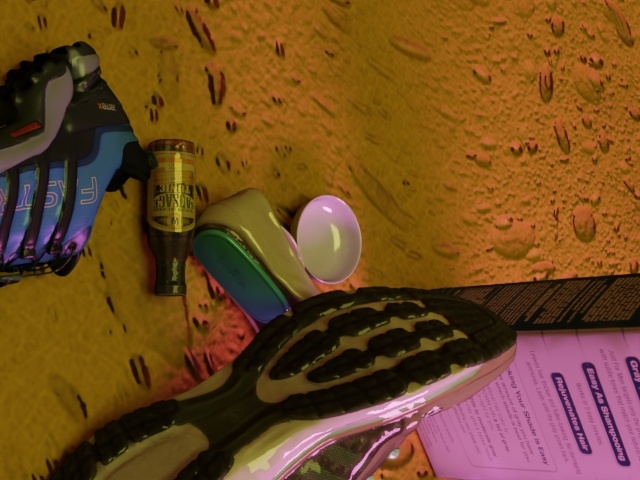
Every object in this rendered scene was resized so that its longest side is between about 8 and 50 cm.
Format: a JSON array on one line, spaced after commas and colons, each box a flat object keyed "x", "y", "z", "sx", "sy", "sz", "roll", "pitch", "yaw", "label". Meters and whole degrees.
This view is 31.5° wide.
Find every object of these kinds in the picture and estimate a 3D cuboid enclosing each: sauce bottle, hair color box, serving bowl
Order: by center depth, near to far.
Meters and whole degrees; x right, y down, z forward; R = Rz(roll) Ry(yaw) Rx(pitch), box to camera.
[{"x": -0.122, "y": -0.018, "z": 0.931, "sx": 0.042, "sy": 0.042, "sz": 0.128, "roll": 3, "pitch": 82, "yaw": -44, "label": "sauce bottle"}, {"x": 0.236, "y": 0.132, "z": 1.047, "sx": 0.105, "sy": 0.347, "sz": 0.174, "roll": -38, "pitch": 111, "yaw": -40, "label": "hair color box"}, {"x": 0.000, "y": 0.000, "z": 1.056, "sx": 0.083, "sy": 0.027, "sz": 0.083, "roll": 7, "pitch": 80, "yaw": -44, "label": "serving bowl"}]

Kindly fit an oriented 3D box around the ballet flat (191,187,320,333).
[{"x": -0.021, "y": 0.060, "z": 0.999, "sx": 0.086, "sy": 0.086, "sz": 0.248, "roll": -48, "pitch": 117, "yaw": -36, "label": "ballet flat"}]

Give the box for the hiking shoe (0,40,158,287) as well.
[{"x": -0.222, "y": -0.011, "z": 0.783, "sx": 0.132, "sy": 0.113, "sz": 0.304, "roll": 55, "pitch": 52, "yaw": -24, "label": "hiking shoe"}]

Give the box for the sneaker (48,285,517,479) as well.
[{"x": -0.019, "y": 0.179, "z": 0.912, "sx": 0.410, "sy": 0.158, "sz": 0.182, "roll": -26, "pitch": 128, "yaw": -16, "label": "sneaker"}]
